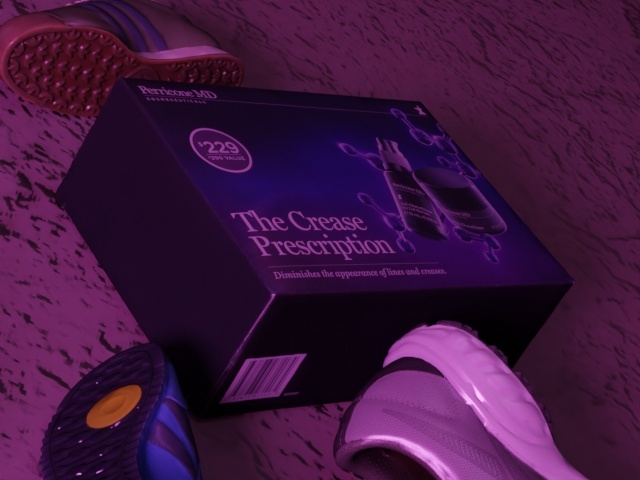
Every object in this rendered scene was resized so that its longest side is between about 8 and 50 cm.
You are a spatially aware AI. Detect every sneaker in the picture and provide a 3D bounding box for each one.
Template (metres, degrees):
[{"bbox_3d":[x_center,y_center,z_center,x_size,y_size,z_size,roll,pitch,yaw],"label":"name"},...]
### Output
[{"bbox_3d":[-0.083,0.128,0.766,0.082,0.069,0.209,57,9,-28],"label":"sneaker"},{"bbox_3d":[-0.147,-0.130,1.081,0.192,0.064,0.086,2,35,-43],"label":"sneaker"},{"bbox_3d":[0.117,0.170,0.873,0.271,0.100,0.108,42,55,10],"label":"sneaker"}]

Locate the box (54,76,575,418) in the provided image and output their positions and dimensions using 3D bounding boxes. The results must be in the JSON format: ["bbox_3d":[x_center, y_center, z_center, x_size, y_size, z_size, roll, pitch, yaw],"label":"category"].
[{"bbox_3d":[0.000,0.000,0.988,0.261,0.103,0.184,-1,41,-45],"label":"box"}]
